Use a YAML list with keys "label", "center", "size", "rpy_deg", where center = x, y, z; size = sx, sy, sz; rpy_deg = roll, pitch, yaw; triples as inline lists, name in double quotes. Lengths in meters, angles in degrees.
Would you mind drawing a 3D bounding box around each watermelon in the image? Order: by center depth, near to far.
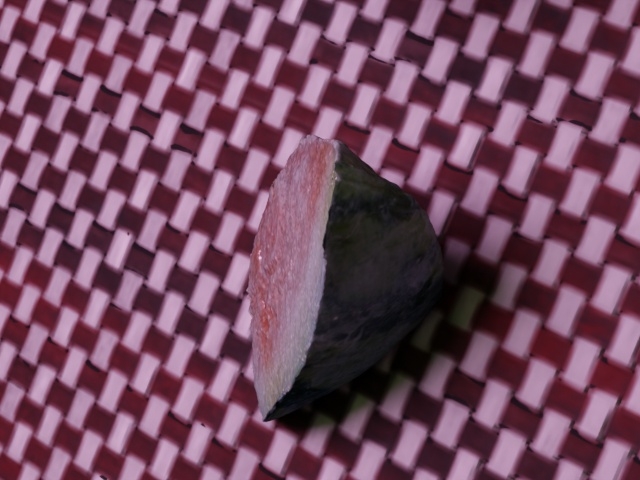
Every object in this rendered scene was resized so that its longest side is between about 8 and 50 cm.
- label: "watermelon"
  center: [0.005, 0.007, 0.821]
  size: [0.094, 0.081, 0.180]
  rpy_deg: [63, 156, 9]
